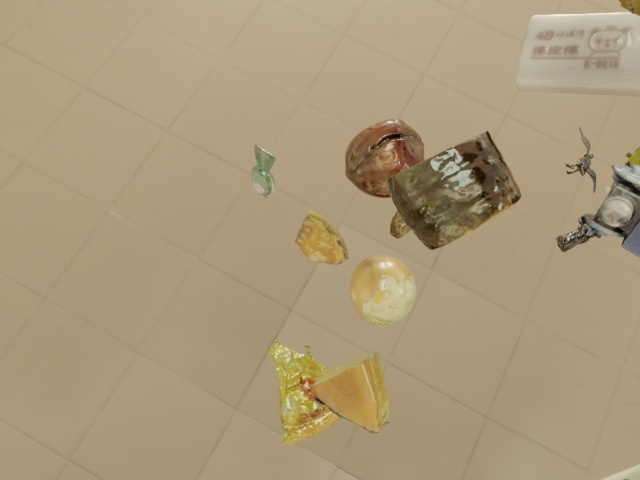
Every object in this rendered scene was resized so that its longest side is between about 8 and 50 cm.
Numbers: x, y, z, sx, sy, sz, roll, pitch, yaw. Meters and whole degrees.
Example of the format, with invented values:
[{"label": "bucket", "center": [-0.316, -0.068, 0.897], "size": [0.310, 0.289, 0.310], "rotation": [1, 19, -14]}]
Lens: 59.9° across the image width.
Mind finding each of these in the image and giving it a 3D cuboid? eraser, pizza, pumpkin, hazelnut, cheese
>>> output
[{"label": "eraser", "center": [0.587, -0.412, 1.226], "size": [0.270, 0.095, 0.173], "rotation": [14, 86, 36]}, {"label": "pizza", "center": [0.000, 0.000, 1.279], "size": [0.160, 0.099, 0.035], "rotation": [52, 31, -26]}, {"label": "pumpkin", "center": [0.205, -0.077, 0.935], "size": [0.222, 0.317, 0.139], "rotation": [-27, 94, 15]}, {"label": "hazelnut", "center": [0.171, -0.216, 1.475], "size": [0.181, 0.181, 0.212], "rotation": [-1, 58, -38]}, {"label": "pizza", "center": [-0.056, 0.410, 1.566], "size": [0.280, 0.075, 0.287], "rotation": [-38, 90, -20]}, {"label": "cheese", "center": [-0.117, -0.134, 1.131], "size": [0.067, 0.120, 0.026], "rotation": [34, 50, 22]}]

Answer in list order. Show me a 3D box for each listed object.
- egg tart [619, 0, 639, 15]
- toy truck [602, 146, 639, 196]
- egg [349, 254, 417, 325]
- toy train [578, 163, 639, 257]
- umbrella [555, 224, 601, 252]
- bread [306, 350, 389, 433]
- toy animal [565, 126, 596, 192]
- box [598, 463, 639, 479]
[{"label": "egg tart", "center": [0.347, -0.349, 0.522], "size": [0.119, 0.288, 0.288], "rotation": [-18, 73, -2]}, {"label": "toy truck", "center": [0.969, -0.189, 1.720], "size": [0.111, 0.285, 0.136], "rotation": [-3, 55, -12]}, {"label": "egg", "center": [0.184, 0.140, 1.661], "size": [0.201, 0.244, 0.200], "rotation": [-5, 116, -10]}, {"label": "toy train", "center": [0.565, -0.037, 0.911], "size": [0.202, 0.131, 0.300], "rotation": [37, 30, 29]}, {"label": "umbrella", "center": [0.531, -0.020, 1.075], "size": [0.144, 0.037, 0.040], "rotation": [-27, 90, 9]}, {"label": "bread", "center": [0.063, 0.349, 1.258], "size": [0.160, 0.140, 0.169], "rotation": [-13, 90, 22]}, {"label": "toy animal", "center": [0.794, -0.232, 1.672], "size": [0.108, 0.062, 0.220], "rotation": [-30, 112, -22]}, {"label": "box", "center": [0.795, 0.542, 1.194], "size": [0.145, 0.333, 0.173], "rotation": [17, 43, -44]}]
